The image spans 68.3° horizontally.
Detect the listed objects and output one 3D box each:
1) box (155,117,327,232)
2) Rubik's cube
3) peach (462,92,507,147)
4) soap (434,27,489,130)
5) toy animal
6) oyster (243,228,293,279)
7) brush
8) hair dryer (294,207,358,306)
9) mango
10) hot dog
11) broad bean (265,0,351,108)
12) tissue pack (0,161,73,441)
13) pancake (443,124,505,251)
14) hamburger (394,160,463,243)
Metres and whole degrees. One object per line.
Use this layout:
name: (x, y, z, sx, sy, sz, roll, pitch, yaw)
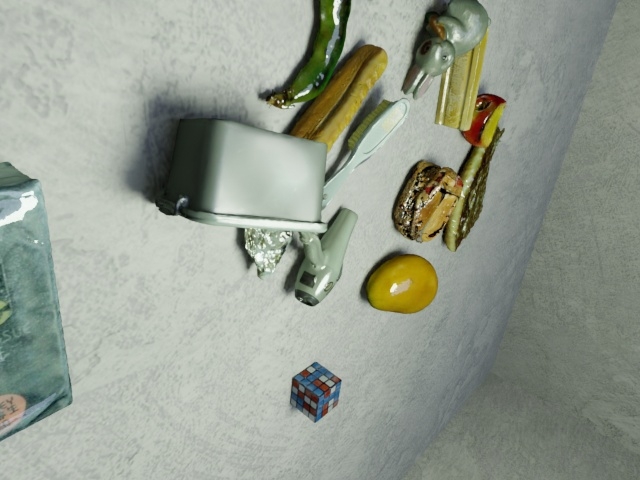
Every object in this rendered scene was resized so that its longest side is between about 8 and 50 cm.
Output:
box: (-0.104, -0.094, 0.692, 0.243, 0.163, 0.135, 3, 100, -39)
Rubik's cube: (-0.012, 0.389, 1.215, 0.092, 0.092, 0.092, -23, 129, -43)
peach: (0.461, -0.346, 1.364, 0.127, 0.092, 0.172, -47, 155, -15)
soap: (0.346, -0.403, 1.169, 0.037, 0.092, 0.252, -29, 133, -38)
toy animal: (0.273, -0.424, 1.032, 0.237, 0.138, 0.108, -64, 180, -6)
oyster: (-0.091, -0.023, 0.865, 0.125, 0.064, 0.177, -33, 134, -32)
brush: (0.068, -0.186, 0.982, 0.297, 0.060, 0.068, -49, 146, 2)
hair dryer: (0.017, -0.015, 0.972, 0.229, 0.092, 0.267, -55, 158, -37)
mango: (0.235, 0.121, 1.329, 0.254, 0.139, 0.176, 12, 99, -49)
hot dog: (0.032, -0.246, 0.862, 0.286, 0.087, 0.061, -51, 150, -13)
broad bean: (-0.006, -0.351, 0.767, 0.144, 0.049, 0.292, -6, 117, -50)
tissue pack: (-0.400, 0.090, 0.484, 0.227, 0.103, 0.316, -24, 131, -46)
pancake: (0.509, -0.186, 1.579, 0.304, 0.066, 0.427, -29, 133, -50)
hamburger: (0.294, -0.101, 1.292, 0.231, 0.106, 0.231, -37, 142, -36)
